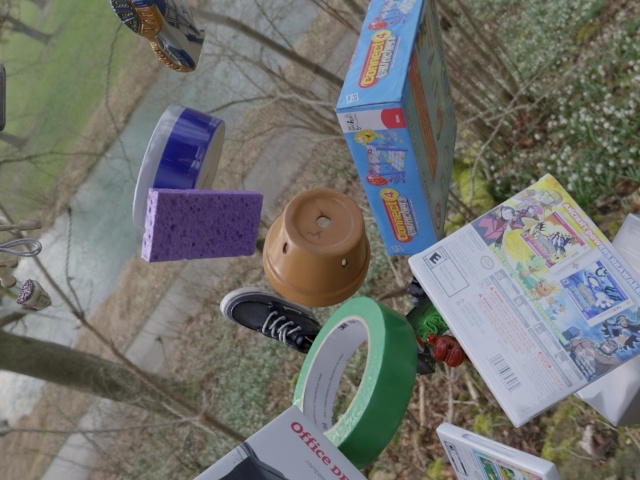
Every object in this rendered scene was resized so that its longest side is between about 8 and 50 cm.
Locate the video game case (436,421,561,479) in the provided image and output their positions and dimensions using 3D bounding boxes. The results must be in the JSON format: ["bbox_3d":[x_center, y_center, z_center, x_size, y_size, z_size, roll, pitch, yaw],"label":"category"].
[{"bbox_3d":[0.194,0.264,0.550,0.019,0.157,0.143,-31,13,-26],"label":"video game case"}]

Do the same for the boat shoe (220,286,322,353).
[{"bbox_3d":[-0.122,0.241,1.643,0.158,0.340,0.127,41,109,49],"label":"boat shoe"}]

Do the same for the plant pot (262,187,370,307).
[{"bbox_3d":[0.000,0.000,1.435,0.204,0.290,0.291,104,173,-60],"label":"plant pot"}]

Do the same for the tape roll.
[{"bbox_3d":[0.055,0.267,1.061,0.321,0.077,0.321,-51,23,31],"label":"tape roll"}]

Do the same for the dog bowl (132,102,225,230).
[{"bbox_3d":[-0.281,-0.134,1.131,0.265,0.104,0.265,-162,90,-84],"label":"dog bowl"}]

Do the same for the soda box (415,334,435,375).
[{"bbox_3d":[0.201,0.250,1.289,0.060,0.169,0.053,-21,41,34],"label":"soda box"}]

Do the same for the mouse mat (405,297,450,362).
[{"bbox_3d":[0.293,0.208,1.386,0.190,0.152,0.007,-50,7,23],"label":"mouse mat"}]

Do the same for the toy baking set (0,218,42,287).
[{"bbox_3d":[-0.749,0.034,1.252,0.030,0.196,0.256,109,174,-45],"label":"toy baking set"}]

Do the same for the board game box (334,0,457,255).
[{"bbox_3d":[0.136,-0.186,0.857,0.086,0.308,0.302,0,52,23],"label":"board game box"}]

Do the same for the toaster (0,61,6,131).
[{"bbox_3d":[-0.750,-0.318,1.178,0.226,0.129,0.147,25,110,34],"label":"toaster"}]

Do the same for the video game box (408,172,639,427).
[{"bbox_3d":[0.226,0.058,0.591,0.187,0.048,0.205,-32,65,3],"label":"video game box"}]

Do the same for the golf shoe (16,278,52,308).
[{"bbox_3d":[-0.757,0.146,1.491,0.186,0.085,0.068,-16,55,60],"label":"golf shoe"}]

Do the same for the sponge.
[{"bbox_3d":[-0.194,-0.028,0.947,0.031,0.210,0.117,22,108,43],"label":"sponge"}]

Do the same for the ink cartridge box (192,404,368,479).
[{"bbox_3d":[-0.079,0.414,0.787,0.223,0.307,0.129,40,128,22],"label":"ink cartridge box"}]

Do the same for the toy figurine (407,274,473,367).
[{"bbox_3d":[0.281,0.114,1.034,0.213,0.148,0.210,-27,80,19],"label":"toy figurine"}]

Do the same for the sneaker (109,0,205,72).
[{"bbox_3d":[-0.368,-0.523,1.277,0.111,0.296,0.131,11,72,21],"label":"sneaker"}]

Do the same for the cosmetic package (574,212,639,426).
[{"bbox_3d":[0.401,0.100,0.697,0.127,0.107,0.238,49,127,51],"label":"cosmetic package"}]
